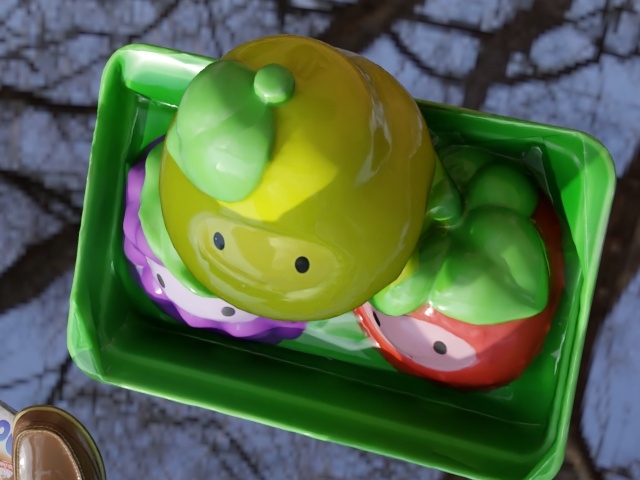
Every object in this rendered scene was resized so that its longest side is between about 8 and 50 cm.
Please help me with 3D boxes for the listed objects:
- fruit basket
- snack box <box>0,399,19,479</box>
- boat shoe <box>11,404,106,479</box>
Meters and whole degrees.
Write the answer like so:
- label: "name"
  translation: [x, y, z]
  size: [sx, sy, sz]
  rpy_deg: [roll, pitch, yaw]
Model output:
- label: "fruit basket"
  translation: [0.000, 0.000, 1.197]
  size: [0.392, 0.283, 0.392]
  rpy_deg: [9, -168, -2]
- label: "snack box"
  translation: [-0.274, 0.147, 1.419]
  size: [0.178, 0.064, 0.022]
  rpy_deg: [25, 178, 44]
- label: "boat shoe"
  translation: [-0.188, 0.198, 1.312]
  size: [0.064, 0.178, 0.060]
  rpy_deg: [-2, -146, 5]
